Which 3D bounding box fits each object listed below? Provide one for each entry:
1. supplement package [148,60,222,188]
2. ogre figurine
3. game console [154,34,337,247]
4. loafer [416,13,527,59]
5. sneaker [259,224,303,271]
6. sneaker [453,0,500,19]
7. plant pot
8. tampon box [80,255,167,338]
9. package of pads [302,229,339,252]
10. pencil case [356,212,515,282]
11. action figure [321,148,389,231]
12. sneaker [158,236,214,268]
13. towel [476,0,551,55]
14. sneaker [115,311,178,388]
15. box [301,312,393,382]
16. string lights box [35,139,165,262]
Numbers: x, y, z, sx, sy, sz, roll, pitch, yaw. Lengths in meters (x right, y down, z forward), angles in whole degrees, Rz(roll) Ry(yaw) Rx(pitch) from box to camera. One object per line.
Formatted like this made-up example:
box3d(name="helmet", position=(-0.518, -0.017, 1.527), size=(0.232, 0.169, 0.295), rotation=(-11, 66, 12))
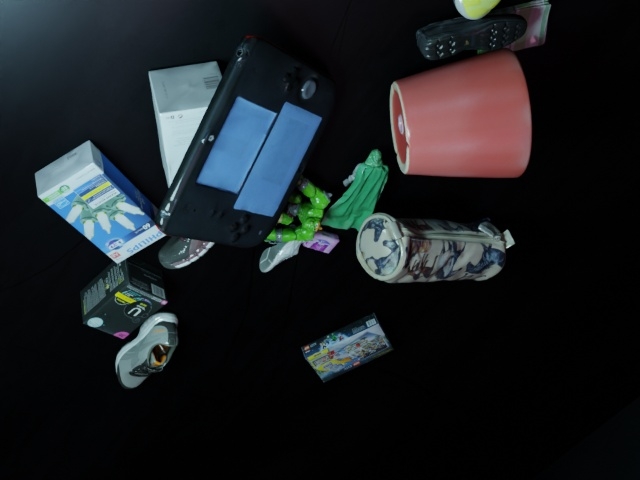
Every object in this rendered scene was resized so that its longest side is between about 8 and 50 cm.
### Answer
box3d(name="supplement package", position=(-0.244, -0.201, 1.548), size=(0.133, 0.139, 0.244), rotation=(-11, 140, -12))
box3d(name="ogre figurine", position=(-0.049, -0.067, 1.816), size=(0.118, 0.097, 0.197), rotation=(14, 105, -15))
box3d(name="game console", position=(-0.126, -0.169, 1.517), size=(0.387, 0.060, 0.342), rotation=(-63, 156, 9))
box3d(name="loafer", position=(0.301, -0.420, 1.593), size=(0.223, 0.078, 0.076), rotation=(-12, 142, -5))
box3d(name="sneaker", position=(-0.088, 0.028, 1.928), size=(0.061, 0.054, 0.152), rotation=(22, 122, -42))
box3d(name="sneaker", position=(0.367, -0.556, 1.426), size=(0.145, 0.147, 0.385), rotation=(7, 133, -32))
box3d(name="plant pot", position=(0.279, -0.250, 1.653), size=(0.243, 0.275, 0.275), rotation=(-7, 138, -2))
box3d(name="tampon box", position=(-0.455, 0.130, 1.839), size=(0.161, 0.101, 0.120), rotation=(-39, 136, 20))
box3d(name="package of pads", position=(0.000, 0.000, 1.951), size=(0.083, 0.032, 0.050), rotation=(17, 125, -36))
box3d(name="pencil case", position=(0.277, 0.017, 1.948), size=(0.410, 0.160, 0.183), rotation=(2, 142, -39))
box3d(name="action figure", position=(0.096, -0.119, 1.842), size=(0.137, 0.064, 0.232), rotation=(2, 138, -23))
box3d(name="sneaker", position=(-0.267, -0.069, 1.723), size=(0.281, 0.106, 0.162), rotation=(-37, 133, 1))
box3d(name="towel", position=(0.403, -0.438, 1.663), size=(0.151, 0.023, 0.113), rotation=(-16, 138, -7))
box3d(name="sneaker", position=(-0.443, 0.299, 2.024), size=(0.100, 0.108, 0.271), rotation=(12, 130, -35))
box3d(name="box", position=(0.081, 0.313, 2.314), size=(0.233, 0.044, 0.159), rotation=(-26, 139, 4))
box3d(name="string lights box", position=(-0.447, -0.074, 1.642), size=(0.133, 0.077, 0.260), rotation=(-30, 139, 7))
